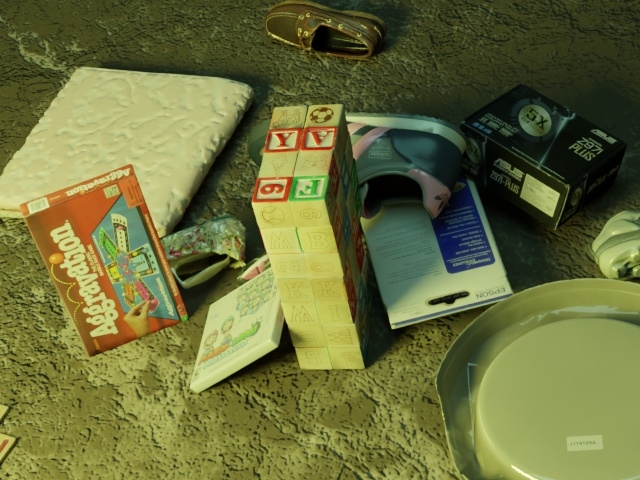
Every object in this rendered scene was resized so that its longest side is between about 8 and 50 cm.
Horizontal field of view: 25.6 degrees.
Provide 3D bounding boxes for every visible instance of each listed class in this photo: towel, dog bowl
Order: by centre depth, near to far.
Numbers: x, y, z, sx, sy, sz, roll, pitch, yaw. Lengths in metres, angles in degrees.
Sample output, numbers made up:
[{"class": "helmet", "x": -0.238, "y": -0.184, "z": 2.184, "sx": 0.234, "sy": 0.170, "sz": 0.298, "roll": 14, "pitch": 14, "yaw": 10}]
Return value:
[{"class": "dog bowl", "x": 0.305, "y": 0.203, "z": 1.599, "sx": 0.348, "sy": 0.102, "sz": 0.349, "roll": -8, "pitch": 44, "yaw": 8}, {"class": "towel", "x": -0.300, "y": -0.137, "z": 2.135, "sx": 0.316, "sy": 0.053, "sz": 0.332, "roll": 7, "pitch": 47, "yaw": 22}]

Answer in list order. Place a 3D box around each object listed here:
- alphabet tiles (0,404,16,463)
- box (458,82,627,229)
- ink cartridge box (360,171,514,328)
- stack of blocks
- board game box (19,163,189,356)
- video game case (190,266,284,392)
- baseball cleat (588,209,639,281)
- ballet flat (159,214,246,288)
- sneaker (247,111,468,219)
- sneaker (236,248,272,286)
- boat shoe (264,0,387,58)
[{"class": "alphabet tiles", "x": -0.516, "y": 0.271, "z": 1.811, "sx": 0.237, "sy": 0.009, "sz": 0.198, "roll": 12, "pitch": 49, "yaw": 25}, {"class": "box", "x": 0.292, "y": -0.116, "z": 1.894, "sx": 0.180, "sy": 0.078, "sz": 0.147, "roll": 35, "pitch": 46, "yaw": 26}, {"class": "ink cartridge box", "x": 0.143, "y": -0.001, "z": 1.874, "sx": 0.165, "sy": 0.065, "sz": 0.333, "roll": -13, "pitch": 43, "yaw": 1}, {"class": "stack of blocks", "x": 0.000, "y": 0.000, "z": 1.741, "sx": 0.087, "sy": 0.297, "sz": 0.171, "roll": -2, "pitch": 44, "yaw": 12}, {"class": "board game box", "x": -0.268, "y": 0.032, "z": 1.790, "sx": 0.145, "sy": 0.281, "sz": 0.027, "roll": -20, "pitch": 48, "yaw": -6}, {"class": "video game case", "x": -0.099, "y": 0.108, "z": 1.799, "sx": 0.157, "sy": 0.019, "sz": 0.143, "roll": -32, "pitch": 32, "yaw": 36}, {"class": "baseball cleat", "x": 0.445, "y": -0.014, "z": 1.804, "sx": 0.205, "sy": 0.072, "sz": 0.109, "roll": -15, "pitch": 37, "yaw": -6}, {"class": "ballet flat", "x": -0.211, "y": 0.036, "z": 1.921, "sx": 0.241, "sy": 0.091, "sz": 0.077, "roll": -21, "pitch": 66, "yaw": -1}, {"class": "sneaker", "x": 0.032, "y": -0.095, "z": 1.883, "sx": 0.319, "sy": 0.112, "sz": 0.131, "roll": 1, "pitch": 62, "yaw": 28}, {"class": "sneaker", "x": -0.045, "y": 0.017, "z": 1.914, "sx": 0.178, "sy": 0.072, "sz": 0.077, "roll": -31, "pitch": 34, "yaw": -27}, {"class": "boat shoe", "x": -0.001, "y": -0.332, "z": 2.237, "sx": 0.207, "sy": 0.073, "sz": 0.073, "roll": 9, "pitch": 47, "yaw": 23}]
